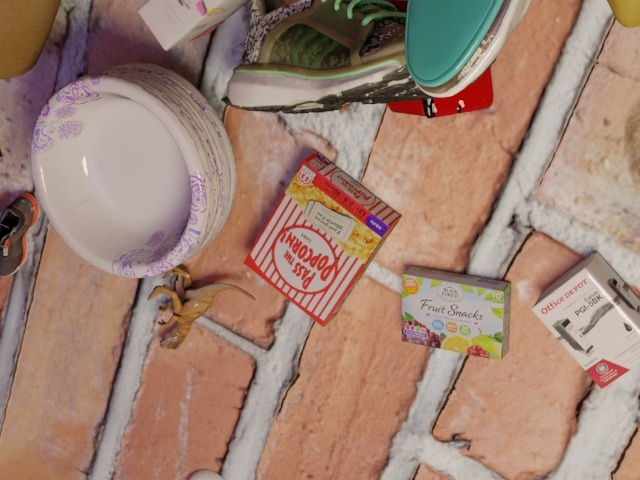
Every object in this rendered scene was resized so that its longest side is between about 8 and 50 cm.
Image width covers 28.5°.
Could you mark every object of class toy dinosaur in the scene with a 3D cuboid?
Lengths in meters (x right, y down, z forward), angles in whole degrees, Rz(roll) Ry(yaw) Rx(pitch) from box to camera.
[{"bbox_3d":[-0.182,0.083,1.832,0.112,0.064,0.211,37,134,-11],"label":"toy dinosaur"}]

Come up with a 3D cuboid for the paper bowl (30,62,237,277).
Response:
[{"bbox_3d":[-0.244,-0.103,1.725,0.284,0.148,0.284,11,115,24],"label":"paper bowl"}]

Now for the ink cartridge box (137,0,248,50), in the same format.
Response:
[{"bbox_3d":[-0.123,-0.329,1.588,0.198,0.115,0.067,-33,92,33],"label":"ink cartridge box"}]

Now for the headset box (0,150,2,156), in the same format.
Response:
[{"bbox_3d":[-0.608,-0.225,1.826,0.110,0.218,0.293,-4,108,28],"label":"headset box"}]

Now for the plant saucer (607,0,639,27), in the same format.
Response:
[{"bbox_3d":[0.380,-0.427,1.303,0.332,0.081,0.333,-25,97,33],"label":"plant saucer"}]

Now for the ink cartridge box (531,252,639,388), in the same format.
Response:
[{"bbox_3d":[0.342,0.099,1.550,0.135,0.056,0.099,48,125,2],"label":"ink cartridge box"}]

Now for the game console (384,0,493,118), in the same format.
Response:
[{"bbox_3d":[0.139,-0.230,1.550,0.124,0.085,0.144,-10,108,-2],"label":"game console"}]

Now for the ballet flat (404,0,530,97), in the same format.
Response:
[{"bbox_3d":[0.191,-0.340,1.288,0.139,0.139,0.400,15,103,22],"label":"ballet flat"}]

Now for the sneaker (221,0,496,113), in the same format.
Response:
[{"bbox_3d":[0.030,-0.252,1.493,0.410,0.158,0.182,-1,93,43],"label":"sneaker"}]

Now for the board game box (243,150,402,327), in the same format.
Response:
[{"bbox_3d":[0.000,0.000,1.699,0.146,0.045,0.193,38,123,10],"label":"board game box"}]

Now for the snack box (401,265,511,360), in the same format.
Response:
[{"bbox_3d":[0.177,0.094,1.648,0.141,0.037,0.100,9,112,25],"label":"snack box"}]

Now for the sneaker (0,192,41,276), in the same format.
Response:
[{"bbox_3d":[-0.487,-0.005,1.944,0.061,0.065,0.158,33,122,12],"label":"sneaker"}]

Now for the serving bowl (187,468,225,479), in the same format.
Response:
[{"bbox_3d":[-0.179,0.401,1.969,0.083,0.027,0.083,11,116,24],"label":"serving bowl"}]

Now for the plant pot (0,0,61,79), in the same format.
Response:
[{"bbox_3d":[-0.446,-0.354,1.702,0.237,0.237,0.254,26,134,16],"label":"plant pot"}]
